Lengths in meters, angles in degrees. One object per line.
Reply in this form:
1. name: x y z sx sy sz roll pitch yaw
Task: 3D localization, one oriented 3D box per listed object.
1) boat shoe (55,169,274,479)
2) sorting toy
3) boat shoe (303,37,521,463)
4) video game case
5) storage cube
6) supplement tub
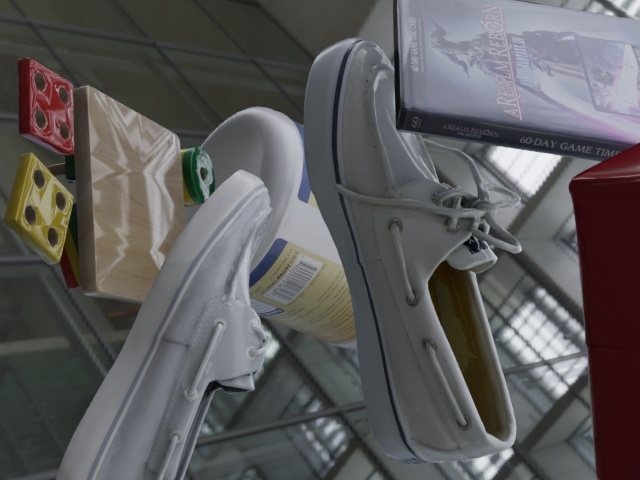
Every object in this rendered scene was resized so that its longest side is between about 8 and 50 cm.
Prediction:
1. boat shoe: -0.059 0.056 0.467 0.063 0.066 0.184 25 -108 6
2. sorting toy: -0.143 -0.022 0.657 0.046 0.274 0.132 -8 -101 16
3. boat shoe: 0.096 0.003 0.800 0.156 0.136 0.367 -11 -92 38
4. video game case: 0.195 -0.131 0.780 0.196 0.274 0.026 -86 -173 -48
5. storage cube: 0.262 0.032 0.528 0.193 0.215 0.183 -1 -77 34
6. supplement tub: 0.000 0.000 1.192 0.228 0.316 0.228 -31 -134 39
